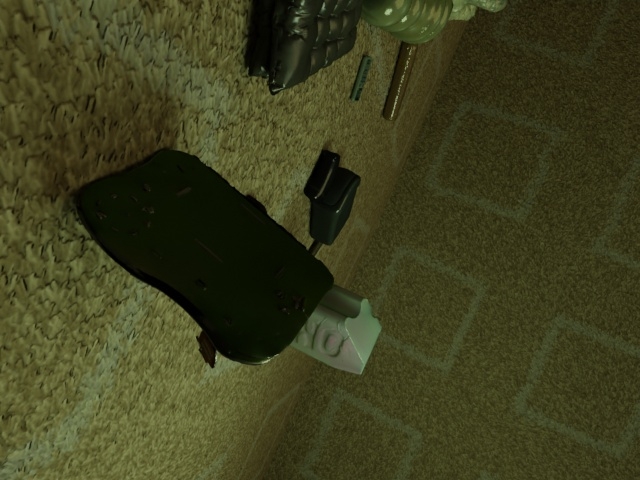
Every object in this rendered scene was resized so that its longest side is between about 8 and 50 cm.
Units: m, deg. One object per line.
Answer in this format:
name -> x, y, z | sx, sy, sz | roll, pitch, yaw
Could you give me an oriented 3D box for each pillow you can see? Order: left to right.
pillow -> -0.001, -0.400, 0.743 | 0.326, 0.101, 0.228 | -48, 161, -48

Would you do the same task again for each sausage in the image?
sausage -> 0.287, -0.576, 1.622 | 0.066, 0.065, 0.301 | -52, 163, -45

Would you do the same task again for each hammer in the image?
hammer -> 0.000, 0.000, 1.580 | 0.366, 0.043, 0.111 | -57, 166, -24

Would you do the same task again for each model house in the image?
model house -> -0.161, 0.045, 0.594 | 0.154, 0.293, 0.207 | -50, 179, 40

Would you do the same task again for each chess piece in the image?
chess piece -> 0.181, -0.559, 1.036 | 0.330, 0.182, 0.183 | -34, 146, -56

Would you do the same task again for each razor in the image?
razor -> 0.010, -0.178, 1.257 | 0.148, 0.054, 0.090 | -65, 170, 0

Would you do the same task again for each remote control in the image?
remote control -> 0.114, -0.452, 1.255 | 0.053, 0.017, 0.125 | -37, 149, -62

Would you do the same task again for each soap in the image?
soap -> -0.020, 0.199, 1.168 | 0.115, 0.346, 0.208 | -55, 163, -43

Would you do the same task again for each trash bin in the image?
trash bin -> 0.043, -0.114, 1.408 | 0.177, 0.101, 0.236 | -59, 167, -32

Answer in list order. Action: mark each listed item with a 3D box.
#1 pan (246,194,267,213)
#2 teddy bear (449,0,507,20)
pan -> -0.141, -0.018, 0.965 | 0.129, 0.048, 0.202 | -66, 167, -3
teddy bear -> 0.406, -0.766, 1.184 | 0.375, 0.327, 0.362 | -42, -178, -39
